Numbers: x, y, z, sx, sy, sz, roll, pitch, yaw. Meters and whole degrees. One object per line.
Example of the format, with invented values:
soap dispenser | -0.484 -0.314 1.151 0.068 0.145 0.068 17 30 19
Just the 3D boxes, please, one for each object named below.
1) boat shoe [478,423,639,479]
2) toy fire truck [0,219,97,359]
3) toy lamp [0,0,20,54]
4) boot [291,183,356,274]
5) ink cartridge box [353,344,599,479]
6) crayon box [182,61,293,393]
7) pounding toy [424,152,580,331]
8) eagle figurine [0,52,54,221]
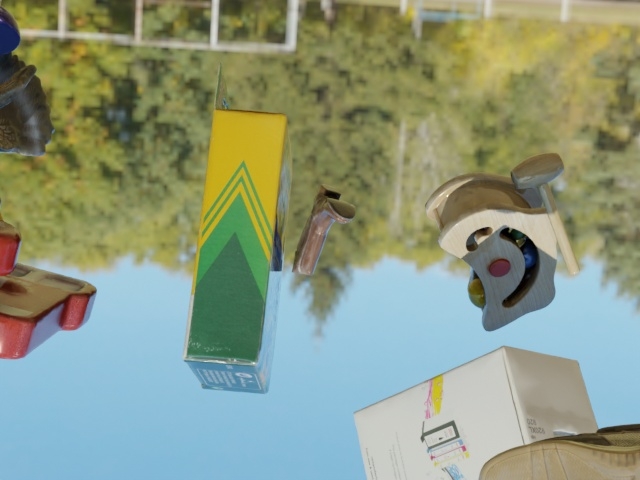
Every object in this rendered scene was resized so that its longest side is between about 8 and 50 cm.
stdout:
boat shoe | 0.287 0.222 1.247 0.285 0.103 0.092 -16 176 34
toy fire truck | -0.369 0.039 1.180 0.302 0.169 0.254 14 -174 3
toy lamp | -0.319 -0.319 1.325 0.080 0.275 0.080 -1 155 -1
boot | 0.000 0.000 1.615 0.037 0.114 0.106 19 -165 -17
ink cartridge box | 0.191 0.247 1.578 0.232 0.168 0.171 -29 152 35
crayon box | -0.083 -0.007 1.474 0.083 0.323 0.203 4 166 2
pounding toy | 0.223 0.015 1.663 0.154 0.270 0.155 -11 -138 -6
eagle figurine | -0.416 -0.107 1.497 0.226 0.225 0.298 -3 -176 -9
